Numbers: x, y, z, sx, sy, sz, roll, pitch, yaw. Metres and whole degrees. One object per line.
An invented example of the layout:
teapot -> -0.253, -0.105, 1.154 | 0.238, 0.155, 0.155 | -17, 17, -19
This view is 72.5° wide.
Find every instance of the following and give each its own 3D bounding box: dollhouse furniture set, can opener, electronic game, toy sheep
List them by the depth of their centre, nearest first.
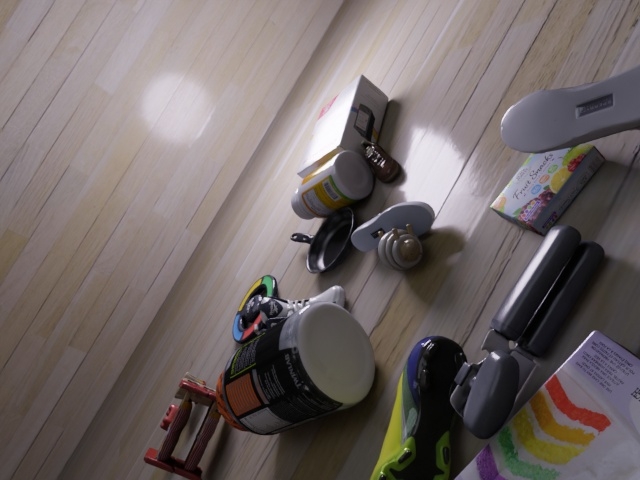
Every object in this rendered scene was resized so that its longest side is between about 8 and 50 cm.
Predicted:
can opener -> 0.262, 0.114, 0.538 | 0.284, 0.076, 0.095 | -58, 4, 0
toy sheep -> 0.154, 0.017, 0.861 | 0.091, 0.091, 0.132 | -63, 11, -10
dollhouse furniture set -> -0.362, 0.508, 1.236 | 0.201, 0.152, 0.374 | -67, 8, -18
electronic game -> -0.205, 0.211, 1.357 | 0.229, 0.048, 0.229 | -43, 28, 29

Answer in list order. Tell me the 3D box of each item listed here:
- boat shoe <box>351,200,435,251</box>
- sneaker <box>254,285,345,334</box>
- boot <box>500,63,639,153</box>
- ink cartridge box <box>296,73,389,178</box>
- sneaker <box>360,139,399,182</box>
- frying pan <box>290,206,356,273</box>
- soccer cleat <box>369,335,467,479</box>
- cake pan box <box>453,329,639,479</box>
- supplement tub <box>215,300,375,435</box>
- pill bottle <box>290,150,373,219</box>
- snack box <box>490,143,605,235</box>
boat shoe -> 0.160, -0.038, 0.940 | 0.076, 0.080, 0.228 | -44, 8, -38
sneaker -> -0.063, 0.166, 1.012 | 0.235, 0.153, 0.094 | -43, 29, 30
boot -> 0.391, -0.171, 0.605 | 0.258, 0.123, 0.095 | 6, 95, 64
ink cartridge box -> 0.071, -0.328, 1.370 | 0.226, 0.131, 0.306 | -23, 43, 51
sneaker -> 0.148, -0.213, 1.159 | 0.066, 0.071, 0.188 | -50, 25, 16
frying pan -> -0.006, 0.024, 1.198 | 0.326, 0.053, 0.197 | -29, 37, 50
soccer cleat -> 0.134, 0.276, 0.615 | 0.121, 0.093, 0.289 | 96, -163, -72
cake pan box -> 0.274, 0.251, 0.381 | 0.246, 0.070, 0.267 | -54, 25, 13
supplement tub -> -0.063, 0.261, 0.852 | 0.316, 0.193, 0.194 | -36, 32, 39
pill bottle -> 0.022, -0.142, 1.235 | 0.245, 0.136, 0.136 | -25, 40, 51
snack box -> 0.346, -0.087, 0.676 | 0.141, 0.037, 0.100 | -54, 23, 7
